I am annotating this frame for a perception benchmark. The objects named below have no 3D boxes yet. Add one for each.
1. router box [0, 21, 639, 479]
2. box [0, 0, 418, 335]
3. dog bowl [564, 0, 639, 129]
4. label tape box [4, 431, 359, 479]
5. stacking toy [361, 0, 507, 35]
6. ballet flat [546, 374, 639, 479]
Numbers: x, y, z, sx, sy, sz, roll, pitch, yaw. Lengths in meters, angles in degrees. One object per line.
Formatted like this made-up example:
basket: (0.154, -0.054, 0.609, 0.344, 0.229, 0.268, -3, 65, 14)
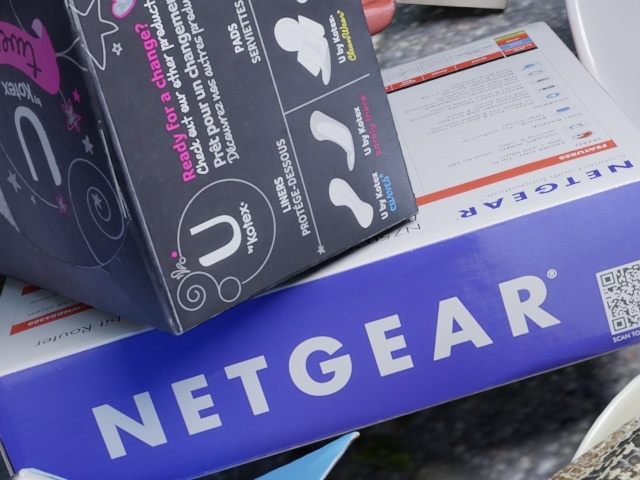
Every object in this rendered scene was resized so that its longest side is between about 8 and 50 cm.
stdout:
router box: (0.000, 0.000, 0.870, 0.335, 0.082, 0.301, -17, 21, 3)
box: (-0.097, -0.071, 0.776, 0.142, 0.163, 0.247, -28, 22, -29)
dog bowl: (0.238, -0.157, 0.866, 0.104, 0.265, 0.265, -10, 33, -21)
label tape box: (-0.160, 0.190, 0.651, 0.240, 0.106, 0.334, -34, 15, 52)
stacking toy: (-0.043, -0.161, 1.181, 0.279, 0.130, 0.309, -9, 32, -32)
ballet flat: (0.246, 0.060, 0.710, 0.482, 0.164, 0.182, -30, 18, -11)
